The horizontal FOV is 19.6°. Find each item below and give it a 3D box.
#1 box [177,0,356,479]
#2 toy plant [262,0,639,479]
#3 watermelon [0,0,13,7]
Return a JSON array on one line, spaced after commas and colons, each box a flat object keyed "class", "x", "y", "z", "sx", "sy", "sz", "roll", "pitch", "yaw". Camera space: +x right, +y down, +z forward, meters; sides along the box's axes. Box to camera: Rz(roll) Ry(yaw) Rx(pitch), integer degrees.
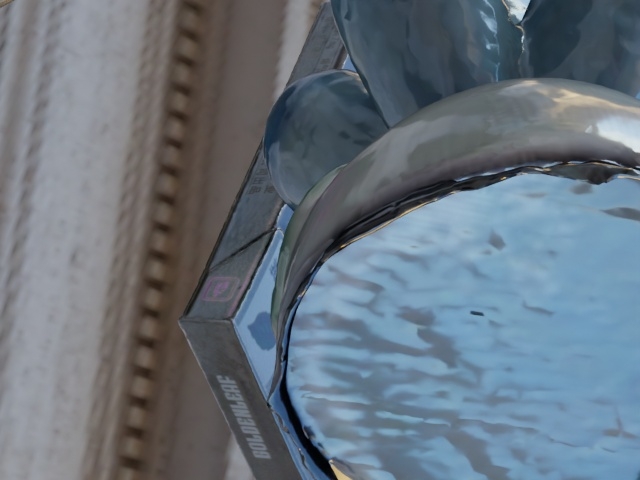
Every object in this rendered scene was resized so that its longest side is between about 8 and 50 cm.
[{"class": "box", "x": 0.000, "y": 0.001, "z": 1.272, "sx": 0.047, "sy": 0.180, "sz": 0.325, "roll": -2, "pitch": -137, "yaw": 23}, {"class": "toy plant", "x": 0.086, "y": -0.045, "z": 0.879, "sx": 0.247, "sy": 0.247, "sz": 0.332, "roll": -31, "pitch": -144, "yaw": 23}, {"class": "watermelon", "x": -0.287, "y": -0.274, "z": 1.331, "sx": 0.242, "sy": 0.242, "sz": 0.242, "roll": -12, "pitch": -112, "yaw": 32}]
